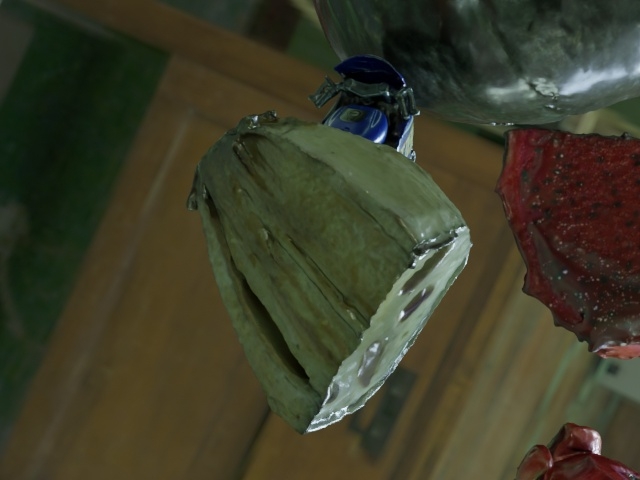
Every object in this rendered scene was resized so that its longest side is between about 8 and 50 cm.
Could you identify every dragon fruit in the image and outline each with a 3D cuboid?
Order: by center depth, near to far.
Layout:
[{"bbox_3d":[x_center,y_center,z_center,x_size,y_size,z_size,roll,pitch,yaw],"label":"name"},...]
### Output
[{"bbox_3d":[0.159,0.151,1.026,0.068,0.126,0.112,-39,168,2],"label":"dragon fruit"},{"bbox_3d":[0.262,0.002,1.409,0.189,0.262,0.163,-22,115,-59],"label":"dragon fruit"}]

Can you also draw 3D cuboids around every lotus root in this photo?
[{"bbox_3d":[0.003,-0.002,0.988,0.070,0.144,0.143,-17,154,-46],"label":"lotus root"}]

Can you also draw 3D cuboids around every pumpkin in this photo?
[{"bbox_3d":[0.199,-0.287,1.850,0.454,0.454,0.344,-44,127,-40],"label":"pumpkin"}]

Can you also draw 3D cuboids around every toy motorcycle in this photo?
[{"bbox_3d":[0.022,-0.052,1.682,0.315,0.113,0.169,-57,149,-51],"label":"toy motorcycle"}]
